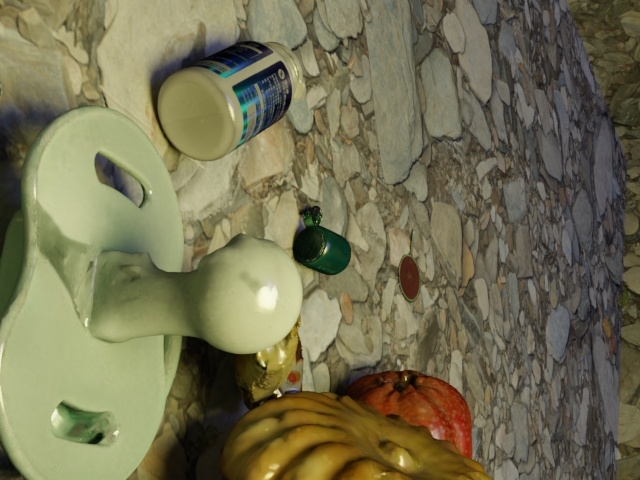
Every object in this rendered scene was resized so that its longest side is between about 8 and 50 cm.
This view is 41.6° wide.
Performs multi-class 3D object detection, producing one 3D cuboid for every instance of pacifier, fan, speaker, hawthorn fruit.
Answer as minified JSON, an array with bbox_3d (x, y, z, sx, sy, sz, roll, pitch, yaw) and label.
[{"bbox_3d":[-0.140,0.054,0.736,0.288,0.269,0.343,41,53,-64],"label":"pacifier"},{"bbox_3d":[0.157,0.043,1.466,0.085,0.005,0.133,31,59,-51],"label":"fan"},{"bbox_3d":[-0.005,0.001,1.176,0.075,0.060,0.094,26,27,-54],"label":"speaker"},{"bbox_3d":[0.115,0.307,1.166,0.205,0.205,0.253,-27,116,-57],"label":"hawthorn fruit"}]

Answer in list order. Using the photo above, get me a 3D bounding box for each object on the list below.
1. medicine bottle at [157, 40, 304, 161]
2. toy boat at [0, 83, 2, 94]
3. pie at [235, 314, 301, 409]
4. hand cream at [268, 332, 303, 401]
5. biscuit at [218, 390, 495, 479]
[{"bbox_3d":[-0.098,-0.173,0.995,0.191,0.107,0.107,-44,121,-53],"label":"medicine bottle"},{"bbox_3d":[-0.308,-0.108,0.682,0.140,0.059,0.066,-52,144,-52],"label":"toy boat"},{"bbox_3d":[-0.062,0.112,0.911,0.282,0.068,0.129,121,-31,-69],"label":"pie"},{"bbox_3d":[-0.050,0.166,1.074,0.062,0.039,0.163,1,80,-42],"label":"hand cream"},{"bbox_3d":[0.060,0.247,0.850,0.325,0.325,0.107,15,99,-57],"label":"biscuit"}]
